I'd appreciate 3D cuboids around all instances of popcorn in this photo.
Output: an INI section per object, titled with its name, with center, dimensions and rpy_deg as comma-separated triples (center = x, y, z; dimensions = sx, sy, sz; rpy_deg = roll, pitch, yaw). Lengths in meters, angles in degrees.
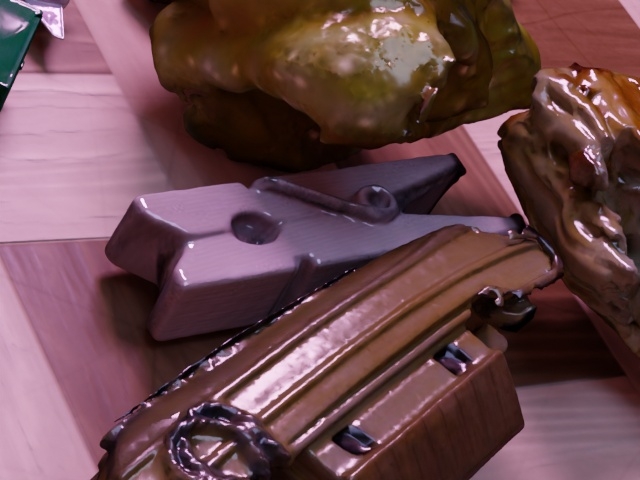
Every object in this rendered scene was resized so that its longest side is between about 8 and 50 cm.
[popcorn]
center = 0.039, -0.206, 1.390
dimensions = 0.321, 0.326, 0.290
rpy_deg = -22, 78, -55

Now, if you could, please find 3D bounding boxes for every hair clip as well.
[hair clip]
center = 0.002, -0.003, 1.331
dimensions = 0.331, 0.085, 0.101
rpy_deg = -7, 57, -42

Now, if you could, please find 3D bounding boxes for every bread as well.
[bread]
center = 0.323, 0.024, 1.437
dimensions = 0.370, 0.191, 0.314
rpy_deg = 4, 44, -40

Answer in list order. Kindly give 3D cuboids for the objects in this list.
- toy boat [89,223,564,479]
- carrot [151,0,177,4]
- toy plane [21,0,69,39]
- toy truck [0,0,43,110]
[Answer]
[toy boat]
center = 0.010, 0.128, 1.176
dimensions = 0.162, 0.136, 0.445
rpy_deg = 42, 43, 17
[carrot]
center = -0.050, -0.254, 1.593
dimensions = 0.066, 0.066, 0.314
rpy_deg = 46, 36, 16
[toy plane]
center = -0.265, -0.215, 1.390
dimensions = 0.171, 0.065, 0.162
rpy_deg = 28, 49, -15
[toy truck]
center = -0.248, -0.105, 1.268
dimensions = 0.065, 0.079, 0.147
rpy_deg = 25, 40, -11
